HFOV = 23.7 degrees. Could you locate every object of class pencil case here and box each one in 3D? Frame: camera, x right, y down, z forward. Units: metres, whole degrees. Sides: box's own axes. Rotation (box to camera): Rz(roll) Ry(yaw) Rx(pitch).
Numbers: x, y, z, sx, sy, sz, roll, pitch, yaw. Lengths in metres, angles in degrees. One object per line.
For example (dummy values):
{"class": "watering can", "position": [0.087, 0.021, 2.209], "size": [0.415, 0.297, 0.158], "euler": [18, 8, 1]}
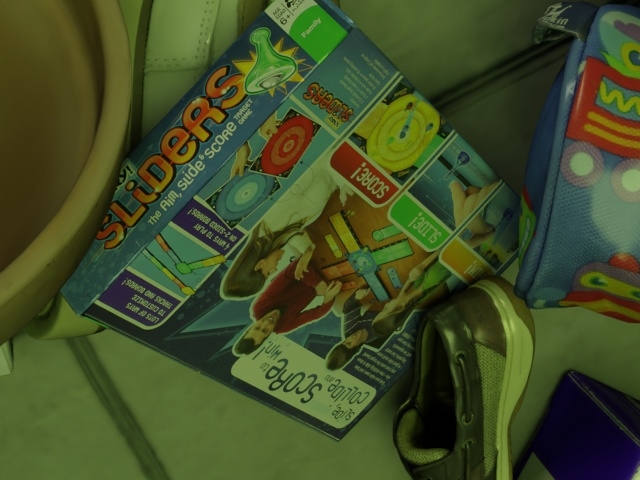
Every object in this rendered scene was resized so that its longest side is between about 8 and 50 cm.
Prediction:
{"class": "pencil case", "position": [0.225, -0.011, 0.587], "size": [0.306, 0.133, 0.119], "euler": [11, 148, 8]}

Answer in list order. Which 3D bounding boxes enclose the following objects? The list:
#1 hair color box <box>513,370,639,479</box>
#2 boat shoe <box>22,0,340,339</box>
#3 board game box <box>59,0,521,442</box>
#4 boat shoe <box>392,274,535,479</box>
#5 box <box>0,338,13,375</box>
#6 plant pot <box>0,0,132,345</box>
{"class": "hair color box", "position": [0.227, 0.218, 0.727], "size": [0.339, 0.110, 0.185], "euler": [26, 99, -15]}
{"class": "boat shoe", "position": [-0.049, -0.104, 0.580], "size": [0.103, 0.113, 0.302], "euler": [-3, 121, -34]}
{"class": "board game box", "position": [0.000, 0.000, 0.594], "size": [0.136, 0.035, 0.201], "euler": [-46, 147, 4]}
{"class": "boat shoe", "position": [0.055, 0.084, 0.668], "size": [0.049, 0.056, 0.152], "euler": [-10, 121, -24]}
{"class": "box", "position": [-0.214, -0.020, 0.607], "size": [0.145, 0.038, 0.186], "euler": [-14, 107, -6]}
{"class": "plant pot", "position": [-0.185, -0.028, 0.506], "size": [0.237, 0.237, 0.110], "euler": [3, 146, -12]}
